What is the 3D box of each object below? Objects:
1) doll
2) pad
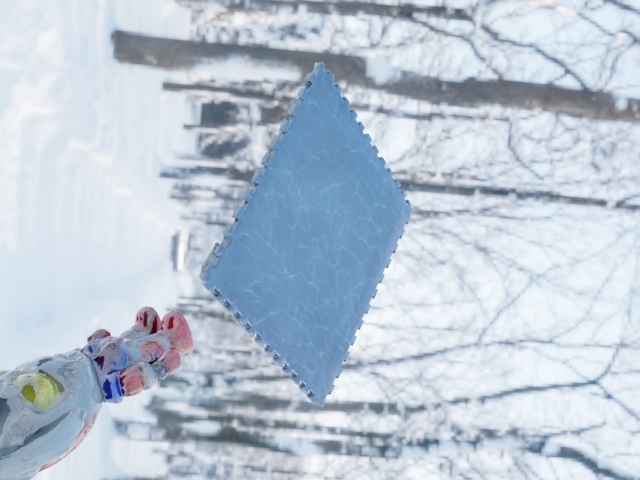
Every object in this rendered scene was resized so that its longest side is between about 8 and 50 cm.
[{"bbox_3d":[-0.155,0.093,0.606,0.194,0.104,0.062,-32,134,-41],"label":"doll"},{"bbox_3d":[0.000,0.000,1.086,0.270,0.012,0.269,51,56,-47],"label":"pad"}]
